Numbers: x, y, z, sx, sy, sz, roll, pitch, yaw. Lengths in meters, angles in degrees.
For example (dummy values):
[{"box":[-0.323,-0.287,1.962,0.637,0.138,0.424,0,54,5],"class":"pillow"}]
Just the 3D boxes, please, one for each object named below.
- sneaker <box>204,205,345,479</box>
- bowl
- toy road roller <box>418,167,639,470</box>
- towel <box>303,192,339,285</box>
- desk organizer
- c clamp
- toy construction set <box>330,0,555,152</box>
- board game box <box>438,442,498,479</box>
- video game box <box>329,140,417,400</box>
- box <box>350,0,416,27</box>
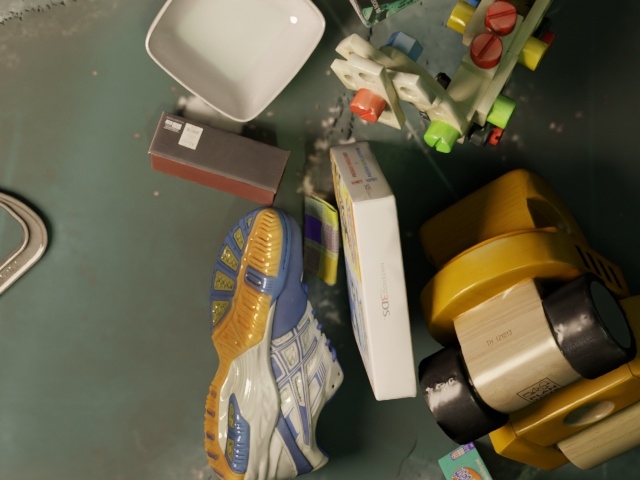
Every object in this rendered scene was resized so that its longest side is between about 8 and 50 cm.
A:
[{"box":[-0.038,0.104,1.927,0.131,0.112,0.296,-3,112,-26],"class":"sneaker"},{"box":[-0.083,-0.204,1.826,0.142,0.053,0.142,37,101,-19],"class":"bowl"},{"box":[0.229,0.076,1.907,0.202,0.240,0.329,-30,148,23],"class":"toy road roller"},{"box":[0.000,0.000,1.904,0.009,0.060,0.083,-10,116,-30],"class":"towel"},{"box":[-0.100,-0.078,1.867,0.130,0.050,0.047,18,72,1],"class":"desk organizer"},{"box":[-0.356,0.005,1.871,0.161,0.022,0.137,-36,110,5],"class":"c clamp"},{"box":[0.157,-0.205,1.768,0.151,0.215,0.327,42,76,10],"class":"toy construction set"},{"box":[0.208,0.330,1.999,0.047,0.160,0.210,-32,110,3],"class":"board game box"},{"box":[0.051,0.027,1.855,0.048,0.187,0.205,-10,109,-6],"class":"video game box"},{"box":[0.129,-0.357,1.720,0.322,0.232,0.058,-30,145,3],"class":"box"}]
